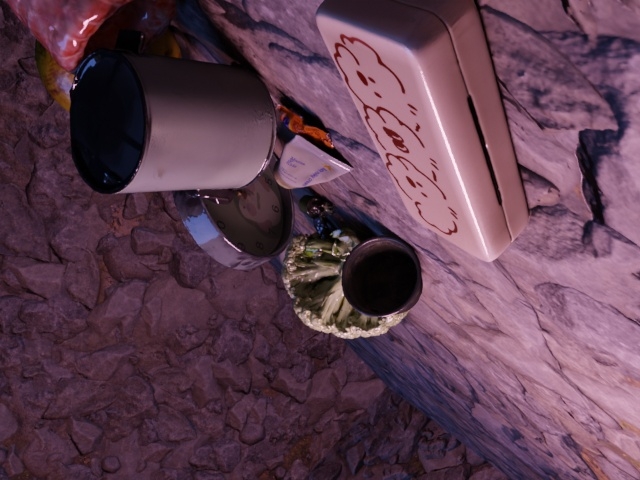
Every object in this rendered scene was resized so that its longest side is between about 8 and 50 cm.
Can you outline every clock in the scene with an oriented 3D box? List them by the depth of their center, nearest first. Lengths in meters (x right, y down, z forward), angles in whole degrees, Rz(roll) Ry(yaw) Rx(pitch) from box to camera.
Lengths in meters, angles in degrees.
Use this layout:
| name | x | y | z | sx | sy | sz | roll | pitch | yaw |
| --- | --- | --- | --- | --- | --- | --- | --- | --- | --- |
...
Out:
| name | x | y | z | sx | sy | sz | roll | pitch | yaw |
| --- | --- | --- | --- | --- | --- | --- | --- | --- | --- |
| clock | -0.172 | -0.099 | 1.342 | 0.066 | 0.319 | 0.319 | -20 | 125 | 32 |

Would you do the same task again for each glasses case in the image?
| name | x | y | z | sx | sy | sz | roll | pitch | yaw |
| --- | --- | --- | --- | --- | --- | --- | --- | --- | --- |
| glasses case | 0.118 | -0.114 | 0.672 | 0.144 | 0.076 | 0.336 | 35 | 167 | 41 |

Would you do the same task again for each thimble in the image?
| name | x | y | z | sx | sy | sz | roll | pitch | yaw |
| --- | --- | --- | --- | --- | --- | --- | --- | --- | --- |
| thimble | -0.353 | -0.380 | 1.028 | 0.162 | 0.239 | 0.239 | 48 | 170 | 1 |

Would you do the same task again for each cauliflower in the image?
| name | x | y | z | sx | sy | sz | roll | pitch | yaw |
| --- | --- | --- | --- | --- | --- | --- | --- | --- | --- |
| cauliflower | 0.056 | 0.068 | 1.431 | 0.272 | 0.275 | 0.250 | -106 | 25 | -45 |

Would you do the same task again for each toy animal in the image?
| name | x | y | z | sx | sy | sz | roll | pitch | yaw |
| --- | --- | --- | --- | --- | --- | --- | --- | --- | --- |
| toy animal | 0.000 | 0.000 | 1.645 | 0.188 | 0.089 | 0.179 | 27 | 143 | 61 |

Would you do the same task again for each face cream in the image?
| name | x | y | z | sx | sy | sz | roll | pitch | yaw |
| --- | --- | --- | --- | --- | --- | --- | --- | --- | --- |
| face cream | -0.028 | -0.140 | 1.192 | 0.114 | 0.070 | 0.224 | 29 | 170 | -16 |

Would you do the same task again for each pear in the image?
| name | x | y | z | sx | sy | sz | roll | pitch | yaw |
| --- | --- | --- | --- | --- | --- | --- | --- | --- | --- |
| pear | -0.409 | -0.352 | 1.277 | 0.281 | 0.281 | 0.281 | 43 | 170 | 9 |

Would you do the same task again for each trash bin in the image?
| name | x | y | z | sx | sy | sz | roll | pitch | yaw |
| --- | --- | --- | --- | --- | --- | --- | --- | --- | --- |
| trash bin | -0.237 | -0.188 | 1.061 | 0.217 | 0.277 | 0.262 | 23 | -159 | 37 |

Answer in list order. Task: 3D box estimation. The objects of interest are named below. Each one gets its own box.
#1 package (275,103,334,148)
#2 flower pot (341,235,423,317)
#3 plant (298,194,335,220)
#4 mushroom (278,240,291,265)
| name | x | y | z | sx | sy | sz | roll | pitch | yaw |
| --- | --- | --- | --- | --- | --- | --- | --- | --- | --- |
| package | -0.030 | -0.190 | 1.084 | 0.110 | 0.033 | 0.077 | 36 | 158 | 19 |
| flower pot | 0.131 | 0.080 | 1.258 | 0.157 | 0.157 | 0.107 | 39 | -179 | 29 |
| plant | -0.005 | -0.070 | 1.438 | 0.102 | 0.051 | 0.051 | 25 | 159 | 50 |
| mushroom | -0.001 | 0.118 | 2.091 | 0.328 | 0.122 | 0.159 | 42 | -154 | 15 |
